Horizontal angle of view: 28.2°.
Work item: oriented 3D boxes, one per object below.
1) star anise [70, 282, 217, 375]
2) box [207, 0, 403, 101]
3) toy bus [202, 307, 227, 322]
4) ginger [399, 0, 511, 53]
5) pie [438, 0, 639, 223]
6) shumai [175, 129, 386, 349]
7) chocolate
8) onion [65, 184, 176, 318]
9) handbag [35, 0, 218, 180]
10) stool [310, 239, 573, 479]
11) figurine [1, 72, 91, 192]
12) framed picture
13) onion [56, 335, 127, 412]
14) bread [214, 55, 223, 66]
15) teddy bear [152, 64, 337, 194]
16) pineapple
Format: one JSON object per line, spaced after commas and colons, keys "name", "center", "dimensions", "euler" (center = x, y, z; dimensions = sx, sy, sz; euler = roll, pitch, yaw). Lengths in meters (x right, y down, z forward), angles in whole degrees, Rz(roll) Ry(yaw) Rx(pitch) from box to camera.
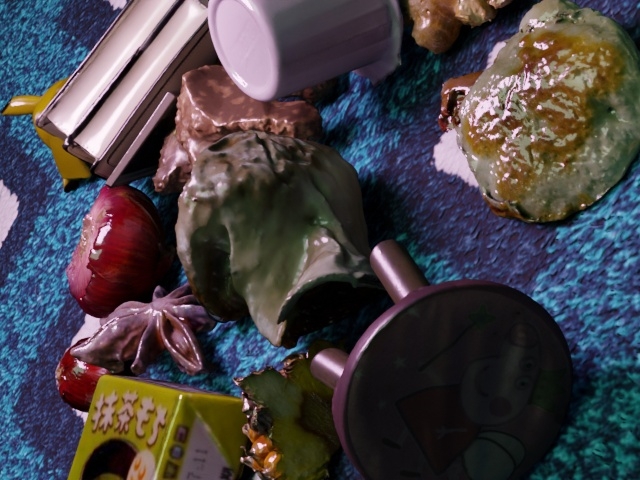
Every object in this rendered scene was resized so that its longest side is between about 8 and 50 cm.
{"name": "star anise", "center": [-0.260, 0.150, 2.007], "dimensions": [0.257, 0.110, 0.198], "euler": [-6, 32, 24]}
{"name": "box", "center": [-0.048, -0.331, 1.837], "dimensions": [0.291, 0.206, 0.262], "euler": [38, 144, 38]}
{"name": "toy bus", "center": [-0.132, 0.027, 1.951], "dimensions": [0.089, 0.087, 0.194], "euler": [-10, 69, 28]}
{"name": "ginger", "center": [0.179, -0.349, 1.783], "dimensions": [0.216, 0.102, 0.157], "euler": [-27, 74, 36]}
{"name": "pie", "center": [0.279, -0.151, 1.559], "dimensions": [0.274, 0.105, 0.257], "euler": [-40, 58, 34]}
{"name": "shumai", "center": [0.000, 0.000, 1.715], "dimensions": [0.288, 0.330, 0.292], "euler": [8, 114, 34]}
{"name": "chocolate", "center": [-0.250, 0.344, 1.879], "dimensions": [0.301, 0.137, 0.289], "euler": [2, 71, 53]}
{"name": "onion", "center": [-0.345, 0.022, 2.168], "dimensions": [0.248, 0.161, 0.248], "euler": [-44, 25, 27]}
{"name": "handbag", "center": [-0.299, -0.279, 2.187], "dimensions": [0.160, 0.237, 0.358], "euler": [38, 91, 15]}
{"name": "stool", "center": [0.131, 0.144, 1.440], "dimensions": [0.272, 0.272, 0.178], "euler": [-57, 24, 11]}
{"name": "figurine", "center": [-0.453, -0.232, 2.453], "dimensions": [0.169, 0.218, 0.327], "euler": [-37, 12, -34]}
{"name": "framed picture", "center": [-0.266, -0.178, 2.157], "dimensions": [0.192, 0.018, 0.265], "euler": [-52, -2, 14]}
{"name": "onion", "center": [-0.378, 0.225, 2.128], "dimensions": [0.131, 0.131, 0.131], "euler": [-28, 50, 39]}
{"name": "bread", "center": [-0.046, -0.328, 2.068], "dimensions": [0.367, 0.077, 0.084], "euler": [-23, 52, 41]}
{"name": "teddy bear", "center": [-0.122, -0.162, 2.019], "dimensions": [0.296, 0.222, 0.246], "euler": [5, 46, 13]}
{"name": "pineapple", "center": [-0.071, 0.240, 1.706], "dimensions": [0.140, 0.164, 0.250], "euler": [-22, 56, 52]}
